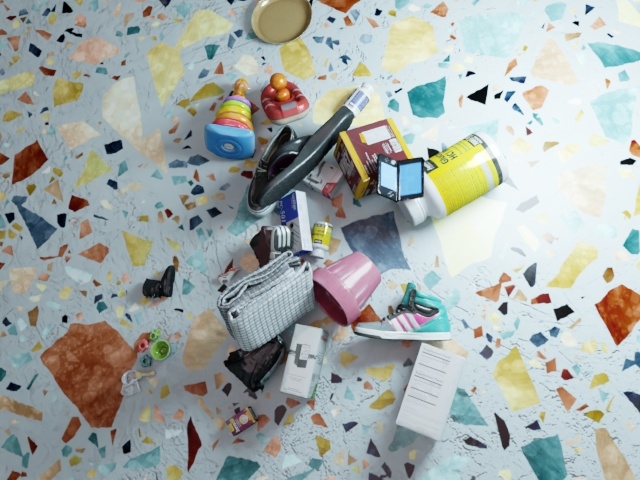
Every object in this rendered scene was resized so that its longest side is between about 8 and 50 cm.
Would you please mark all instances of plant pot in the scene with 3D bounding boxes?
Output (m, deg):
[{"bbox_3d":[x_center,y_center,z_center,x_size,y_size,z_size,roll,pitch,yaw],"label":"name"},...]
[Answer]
[{"bbox_3d":[-0.145,-0.842,2.075,0.237,0.032,0.236,-2,75,9],"label":"plant pot"},{"bbox_3d":[0.083,0.137,1.703,0.180,0.201,0.201,-39,72,-18],"label":"plant pot"}]

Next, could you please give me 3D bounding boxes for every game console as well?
[{"bbox_3d":[0.241,-0.198,1.652,0.124,0.085,0.143,18,63,-30],"label":"game console"}]

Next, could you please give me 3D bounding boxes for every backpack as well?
[{"bbox_3d":[-0.192,0.363,1.716,0.152,0.115,0.182,41,84,4],"label":"backpack"}]

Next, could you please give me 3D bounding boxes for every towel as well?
[{"bbox_3d":[-0.157,0.175,1.613,0.284,0.235,0.121,-35,60,-19],"label":"towel"}]

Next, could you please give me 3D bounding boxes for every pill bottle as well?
[{"bbox_3d":[0.134,-0.495,1.920,0.067,0.067,0.120,37,84,16],"label":"pill bottle"},{"bbox_3d":[0.000,0.000,1.809,0.065,0.065,0.116,9,77,11],"label":"pill bottle"},{"bbox_3d":[0.405,-0.188,1.733,0.334,0.188,0.187,-30,73,-1],"label":"pill bottle"}]

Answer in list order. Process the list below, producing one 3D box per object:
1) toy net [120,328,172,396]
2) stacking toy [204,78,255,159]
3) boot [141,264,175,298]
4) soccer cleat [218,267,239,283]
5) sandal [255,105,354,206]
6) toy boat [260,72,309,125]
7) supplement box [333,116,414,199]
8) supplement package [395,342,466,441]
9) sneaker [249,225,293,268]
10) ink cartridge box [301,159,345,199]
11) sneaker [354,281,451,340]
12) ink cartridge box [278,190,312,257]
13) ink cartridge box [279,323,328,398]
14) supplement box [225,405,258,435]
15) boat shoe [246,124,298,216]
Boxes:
[{"bbox_3d":[-0.594,0.408,1.801,0.122,0.045,0.232,39,84,16],"label":"toy net"},{"bbox_3d":[-0.304,-0.455,1.947,0.175,0.165,0.301,7,65,-5],"label":"stacking toy"},{"bbox_3d":[-0.554,0.142,1.869,0.099,0.045,0.121,1,76,12],"label":"boot"},{"bbox_3d":[-0.307,0.118,1.845,0.083,0.029,0.035,-25,82,5],"label":"soccer cleat"},{"bbox_3d":[-0.069,-0.283,1.789,0.107,0.167,0.445,40,75,9],"label":"sandal"},{"bbox_3d":[-0.134,-0.507,1.887,0.151,0.151,0.231,-19,36,-6],"label":"toy boat"},{"bbox_3d":[0.174,-0.269,1.794,0.194,0.129,0.191,-20,72,-16],"label":"supplement box"},{"bbox_3d":[0.323,0.442,1.602,0.134,0.139,0.244,18,79,14],"label":"supplement package"},{"bbox_3d":[-0.170,0.081,1.809,0.163,0.107,0.281,14,101,47],"label":"sneaker"},{"bbox_3d":[0.003,-0.218,1.871,0.135,0.056,0.099,30,81,15],"label":"ink cartridge box"},{"bbox_3d":[0.252,0.217,1.679,0.296,0.124,0.178,1,80,1],"label":"sneaker"},{"bbox_3d":[-0.085,-0.053,1.822,0.097,0.046,0.207,-24,67,43],"label":"ink cartridge box"},{"bbox_3d":[-0.046,0.370,1.672,0.087,0.153,0.208,11,76,13],"label":"ink cartridge box"},{"bbox_3d":[-0.245,0.564,1.706,0.083,0.043,0.055,-34,74,-1],"label":"supplement box"},{"bbox_3d":[-0.175,-0.248,1.874,0.121,0.119,0.335,17,78,13],"label":"boat shoe"}]
